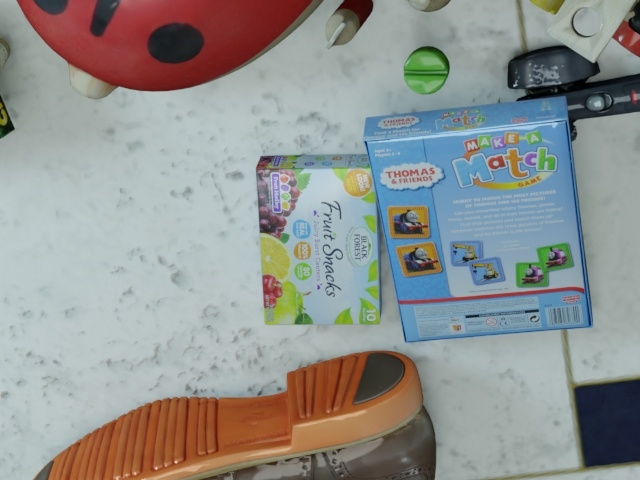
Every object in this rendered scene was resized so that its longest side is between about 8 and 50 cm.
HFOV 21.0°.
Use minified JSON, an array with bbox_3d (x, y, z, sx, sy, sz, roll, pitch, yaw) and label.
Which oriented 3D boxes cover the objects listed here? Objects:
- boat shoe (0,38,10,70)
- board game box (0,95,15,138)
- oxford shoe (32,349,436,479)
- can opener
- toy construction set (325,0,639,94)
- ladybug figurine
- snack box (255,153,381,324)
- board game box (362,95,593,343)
[{"bbox_3d":[-0.315,-0.142,1.415,0.135,0.045,0.050,-2,113,21],"label":"boat shoe"},{"bbox_3d":[-0.384,-0.120,1.407,0.259,0.030,0.136,-13,107,25],"label":"board game box"},{"bbox_3d":[-0.077,0.208,1.492,0.363,0.130,0.133,-14,116,11],"label":"oxford shoe"},{"bbox_3d":[0.241,-0.118,1.363,0.186,0.059,0.073,-4,111,7],"label":"can opener"},{"bbox_3d":[0.139,-0.207,1.232,0.308,0.237,0.257,-30,100,18],"label":"toy construction set"},{"bbox_3d":[-0.096,-0.296,1.269,0.305,0.162,0.449,20,112,-3],"label":"ladybug figurine"},{"bbox_3d":[0.000,0.000,1.445,0.100,0.037,0.141,-1,112,5],"label":"snack box"},{"bbox_3d":[0.131,-0.012,1.395,0.160,0.039,0.212,-5,128,10],"label":"board game box"}]
